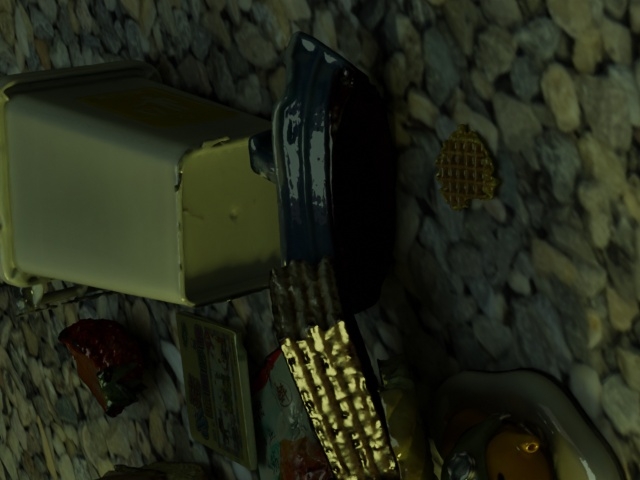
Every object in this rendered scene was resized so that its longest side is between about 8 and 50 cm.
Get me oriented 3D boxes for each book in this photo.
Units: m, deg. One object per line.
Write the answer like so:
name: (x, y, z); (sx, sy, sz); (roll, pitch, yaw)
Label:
book: (-0.126, 0.179, 1.904); (0.192, 0.013, 0.168); (10, 108, 63)

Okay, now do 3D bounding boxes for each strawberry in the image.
strawberry: (-0.282, 0.158, 2.085); (0.140, 0.085, 0.192); (57, 164, 5)

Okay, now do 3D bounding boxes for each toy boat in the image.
toy boat: (-0.005, -0.056, 1.570); (0.142, 0.129, 0.309); (14, 117, 39)

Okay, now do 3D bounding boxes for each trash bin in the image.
trash bin: (-0.200, -0.037, 1.787); (0.367, 0.256, 0.296); (15, 110, 45)

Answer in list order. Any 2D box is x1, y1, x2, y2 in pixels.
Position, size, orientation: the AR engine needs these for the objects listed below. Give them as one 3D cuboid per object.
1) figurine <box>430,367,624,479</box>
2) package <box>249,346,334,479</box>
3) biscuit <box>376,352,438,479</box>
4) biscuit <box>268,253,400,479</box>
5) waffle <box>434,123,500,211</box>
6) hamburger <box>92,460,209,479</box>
figurine: (0.140, 0.210, 1.425); (0.250, 0.141, 0.167); (12, 110, 54)
package: (-0.035, 0.250, 1.788); (0.166, 0.040, 0.232); (-49, 58, 51)
biscuit: (0.088, 0.205, 1.481); (0.273, 0.036, 0.187); (-80, -23, -84)
biscuit: (0.014, 0.132, 1.540); (0.106, 0.070, 0.252); (-103, -6, -53)
waffle: (0.133, -0.064, 1.468); (0.085, 0.016, 0.078); (-43, 60, 51)
hamburger: (-0.194, 0.354, 2.002); (0.207, 0.135, 0.155); (-20, 99, 42)
